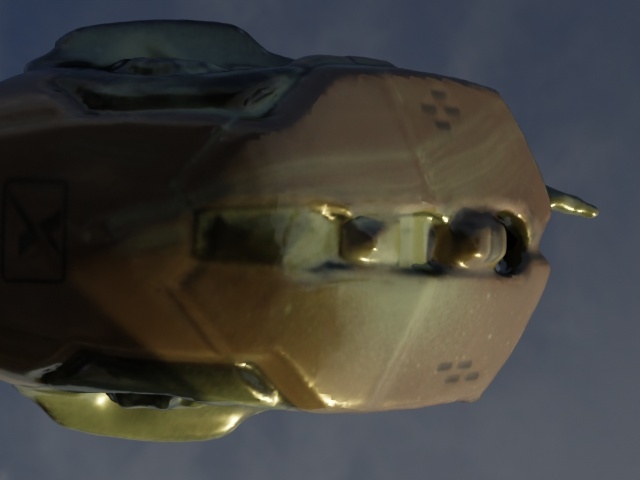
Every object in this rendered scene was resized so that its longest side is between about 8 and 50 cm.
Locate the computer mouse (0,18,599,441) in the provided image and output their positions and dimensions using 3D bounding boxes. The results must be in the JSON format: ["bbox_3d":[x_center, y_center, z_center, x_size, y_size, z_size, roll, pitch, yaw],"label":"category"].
[{"bbox_3d":[0.002,0.001,0.755,0.115,0.389,0.199,11,-81,57],"label":"computer mouse"}]
